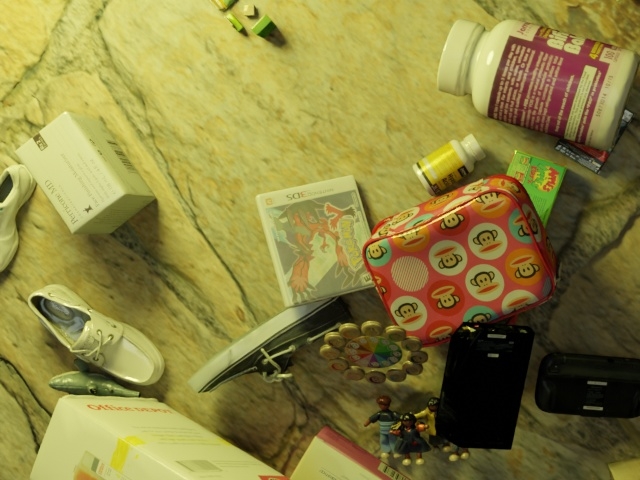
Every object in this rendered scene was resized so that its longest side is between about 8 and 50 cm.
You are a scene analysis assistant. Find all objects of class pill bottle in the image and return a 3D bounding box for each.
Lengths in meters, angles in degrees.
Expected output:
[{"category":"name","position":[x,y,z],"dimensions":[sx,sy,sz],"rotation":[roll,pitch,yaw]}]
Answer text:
[{"category":"pill bottle","position":[0.222,-0.132,1.869],"dimensions":[0.116,0.065,0.065],"rotation":[-33,86,9]},{"category":"pill bottle","position":[0.352,-0.265,1.787],"dimensions":[0.301,0.169,0.169],"rotation":[18,94,14]}]

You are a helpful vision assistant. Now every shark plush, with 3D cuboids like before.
[{"category":"shark plush","position":[-0.408,0.274,1.981],"dimensions":[0.161,0.067,0.073],"rotation":[22,94,9]}]

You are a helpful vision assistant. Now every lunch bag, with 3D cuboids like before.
[{"category":"lunch bag","position":[0.240,0.052,1.808],"dimensions":[0.293,0.120,0.258],"rotation":[-22,103,22]}]

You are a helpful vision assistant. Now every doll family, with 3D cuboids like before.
[{"category":"doll family","position":[0.170,0.319,1.880],"dimensions":[0.193,0.076,0.111],"rotation":[-9,109,5]}]

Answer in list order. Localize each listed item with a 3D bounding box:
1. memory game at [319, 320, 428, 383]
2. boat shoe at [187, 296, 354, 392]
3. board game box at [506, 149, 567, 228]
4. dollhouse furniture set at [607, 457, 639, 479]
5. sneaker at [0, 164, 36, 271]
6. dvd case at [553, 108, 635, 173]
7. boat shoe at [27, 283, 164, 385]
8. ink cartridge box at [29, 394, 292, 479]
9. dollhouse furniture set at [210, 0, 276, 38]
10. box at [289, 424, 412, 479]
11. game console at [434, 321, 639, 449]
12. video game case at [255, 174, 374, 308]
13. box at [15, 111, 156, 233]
[{"category":"memory game","position":[0.090,0.193,1.856],"dimensions":[0.186,0.186,0.012],"rotation":[0,51,10]},{"category":"boat shoe","position":[-0.083,0.194,1.906],"dimensions":[0.306,0.113,0.105],"rotation":[-33,91,-7]},{"category":"board game box","position":[0.345,-0.054,1.860],"dimensions":[0.092,0.043,0.181],"rotation":[19,95,8]},{"category":"dollhouse furniture set","position":[0.672,0.413,1.707],"dimensions":[0.394,0.256,0.362],"rotation":[-12,89,10]},{"category":"sneaker","position":[-0.591,-0.040,1.993],"dimensions":[0.080,0.094,0.212],"rotation":[19,94,7]},{"category":"dvd case","position":[0.464,-0.185,1.853],"dimensions":[0.087,0.013,0.119],"rotation":[31,97,8]},{"category":"boat shoe","position":[-0.411,0.177,1.965],"dimensions":[0.277,0.096,0.098],"rotation":[30,96,8]},{"category":"ink cartridge box","position":[-0.238,0.407,1.788],"dimensions":[0.384,0.279,0.160],"rotation":[24,93,33]},{"category":"dollhouse furniture set","position":[-0.146,-0.422,1.928],"dimensions":[0.076,0.058,0.152],"rotation":[-42,85,8]},{"category":"box","position":[0.029,0.484,1.888],"dimensions":[0.213,0.117,0.243],"rotation":[31,95,8]},{"category":"game console","position":[0.376,0.250,1.816],"dimensions":[0.361,0.044,0.213],"rotation":[6,108,-10]},{"category":"video game case","position":[0.000,0.000,1.876],"dimensions":[0.183,0.023,0.201],"rotation":[-13,81,-20]},{"category":"box","position":[-0.407,-0.114,1.916],"dimensions":[0.119,0.182,0.181],"rotation":[-37,85,8]}]
